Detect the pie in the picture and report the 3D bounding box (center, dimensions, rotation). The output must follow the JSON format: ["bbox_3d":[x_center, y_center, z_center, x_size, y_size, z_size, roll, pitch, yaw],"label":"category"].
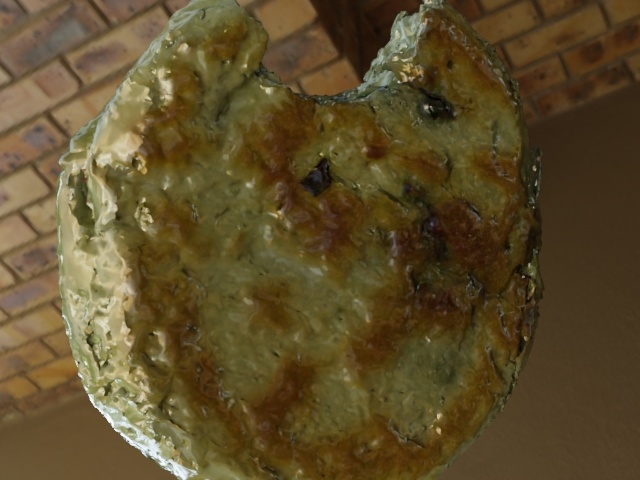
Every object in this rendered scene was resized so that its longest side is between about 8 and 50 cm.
[{"bbox_3d":[0.000,0.008,0.516,0.302,0.302,0.067,-46,-164,-11],"label":"pie"}]
